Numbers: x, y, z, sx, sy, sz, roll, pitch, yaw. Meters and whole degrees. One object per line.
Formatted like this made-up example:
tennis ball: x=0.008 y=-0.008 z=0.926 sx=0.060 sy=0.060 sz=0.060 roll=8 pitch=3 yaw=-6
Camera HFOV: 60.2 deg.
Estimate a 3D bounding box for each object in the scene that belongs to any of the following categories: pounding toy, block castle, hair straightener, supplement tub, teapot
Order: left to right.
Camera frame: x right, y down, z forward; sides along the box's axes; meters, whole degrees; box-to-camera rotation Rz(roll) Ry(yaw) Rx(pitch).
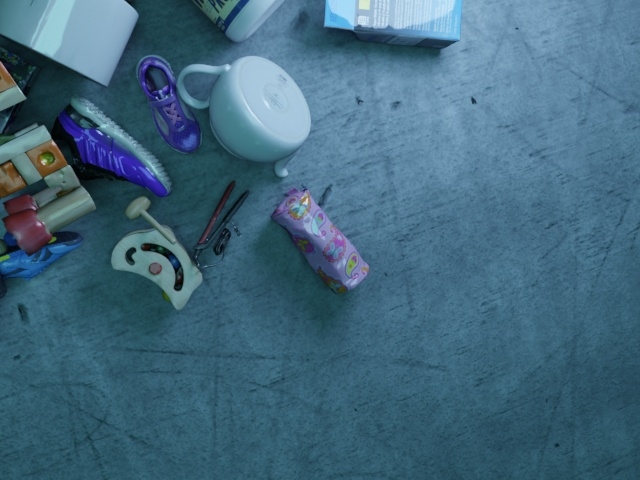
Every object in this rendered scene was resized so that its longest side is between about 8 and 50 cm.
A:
block castle: x=-0.652 y=-0.199 z=1.055 sx=0.213 sy=0.303 sz=0.453 roll=-34 pitch=117 yaw=-19
pounding toy: x=-0.390 y=0.046 z=1.270 sx=0.154 sy=0.155 sz=0.269 roll=-35 pitch=105 yaw=-9
supplement tub: x=-0.213 y=-0.613 z=1.157 sx=0.325 sy=0.235 sz=0.235 roll=43 pitch=89 yaw=-15
hair straightener: x=-0.227 y=-0.027 z=1.317 sx=0.089 sy=0.047 sz=0.230 roll=31 pitch=70 yaw=-16
teapot: x=-0.163 y=-0.277 z=1.251 sx=0.253 sy=0.187 sz=0.256 roll=-15 pitch=81 yaw=-51

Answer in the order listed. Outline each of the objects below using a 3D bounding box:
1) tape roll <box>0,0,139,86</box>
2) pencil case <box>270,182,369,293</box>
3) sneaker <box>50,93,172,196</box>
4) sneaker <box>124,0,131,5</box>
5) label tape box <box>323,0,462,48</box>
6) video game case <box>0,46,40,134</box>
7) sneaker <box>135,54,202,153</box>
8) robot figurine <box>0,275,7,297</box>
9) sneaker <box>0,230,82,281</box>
tape roll: x=-0.517 y=-0.442 z=1.115 sx=0.246 sy=0.246 sz=0.169 roll=25 pitch=94 yaw=-15
pencil case: x=0.000 y=0.000 z=1.370 sx=0.124 sy=0.124 sz=0.284 roll=-40 pitch=104 yaw=-3
sneaker: x=-0.477 y=-0.178 z=1.250 sx=0.293 sy=0.102 sz=0.146 roll=42 pitch=93 yaw=-11
sneaker: x=-0.481 y=-0.577 z=1.205 sx=0.161 sy=0.057 sz=0.075 roll=21 pitch=78 yaw=-14
label tape box: x=0.166 y=-0.601 z=1.308 sx=0.334 sy=0.106 sz=0.240 roll=1 pitch=99 yaw=-12
video game case: x=-0.763 y=-0.340 z=1.182 sx=0.232 sy=0.042 sz=0.210 roll=27 pitch=93 yaw=-15
sneaker: x=-0.346 y=-0.306 z=1.248 sx=0.095 sy=0.104 sz=0.236 roll=-26 pitch=105 yaw=-8
robot figurine: x=-0.815 y=0.118 z=1.179 sx=0.209 sy=0.174 sz=0.278 roll=-31 pitch=109 yaw=-47
sneaker: x=-0.646 y=0.039 z=1.266 sx=0.209 sy=0.069 sz=0.082 roll=-17 pitch=119 yaw=-10
